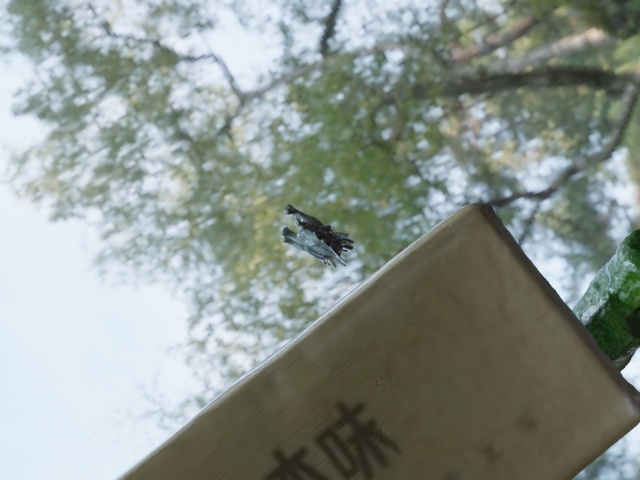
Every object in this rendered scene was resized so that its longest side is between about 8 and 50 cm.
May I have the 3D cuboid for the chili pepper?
[{"bbox_3d":[0.340,0.077,1.630,0.136,0.270,0.099,1,-130,-37],"label":"chili pepper"}]

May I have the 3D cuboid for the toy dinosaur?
[{"bbox_3d":[-0.001,0.002,1.675,0.039,0.082,0.209,-64,-9,-4],"label":"toy dinosaur"}]

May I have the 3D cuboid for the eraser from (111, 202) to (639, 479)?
[{"bbox_3d":[-0.013,0.137,0.720,0.343,0.078,0.144,-39,-94,-9],"label":"eraser"}]
